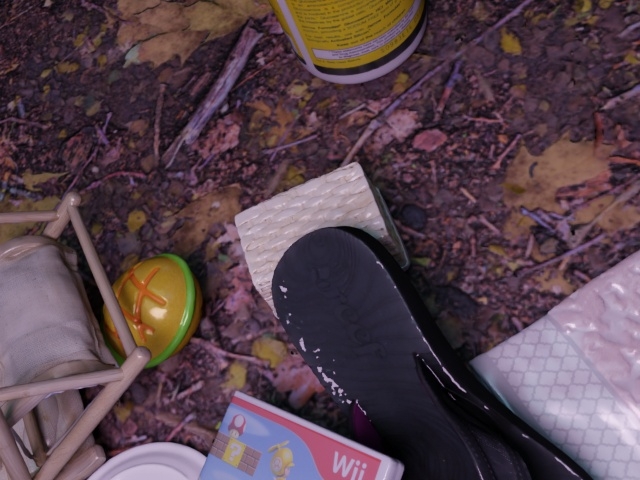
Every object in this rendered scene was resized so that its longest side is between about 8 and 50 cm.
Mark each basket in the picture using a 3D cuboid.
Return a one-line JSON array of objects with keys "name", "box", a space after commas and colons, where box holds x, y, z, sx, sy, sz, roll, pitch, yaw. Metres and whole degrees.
[{"name": "basket", "box": [0.000, 0.000, 0.797, 0.167, 0.103, 0.113, -23, 62, 5]}]

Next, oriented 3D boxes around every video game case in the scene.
[{"name": "video game case", "box": [-0.061, 0.292, 0.617, 0.204, 0.025, 0.285, 10, 72, 44]}]

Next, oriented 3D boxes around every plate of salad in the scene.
[{"name": "plate of salad", "box": [-0.180, 0.309, 0.742, 0.200, 0.048, 0.199, -8, 53, 11]}]

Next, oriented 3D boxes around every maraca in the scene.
[{"name": "maraca", "box": [-0.206, 0.090, 0.829, 0.186, 0.099, 0.127, -36, 53, 29]}]

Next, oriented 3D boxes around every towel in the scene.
[{"name": "towel", "box": [0.348, 0.160, 0.641, 0.317, 0.053, 0.331, -32, 61, 1]}]

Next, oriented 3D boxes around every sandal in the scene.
[{"name": "sandal", "box": [0.091, 0.183, 0.625, 0.445, 0.107, 0.167, 50, 118, 16]}]

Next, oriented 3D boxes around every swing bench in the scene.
[{"name": "swing bench", "box": [-0.329, 0.122, 0.781, 0.253, 0.165, 0.254, 56, 134, 34]}]

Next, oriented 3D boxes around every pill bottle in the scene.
[{"name": "pill bottle", "box": [0.009, -0.350, 0.827, 0.188, 0.334, 0.187, -7, 64, 14]}]
